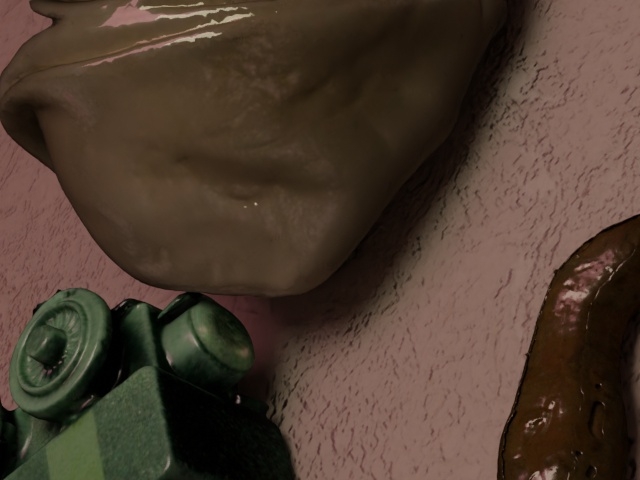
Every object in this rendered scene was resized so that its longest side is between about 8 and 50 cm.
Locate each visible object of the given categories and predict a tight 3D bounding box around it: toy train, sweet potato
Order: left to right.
[{"bbox_3d":[-0.162,0.174,1.309,0.299,0.167,0.238,-41,43,23],"label":"toy train"},{"bbox_3d":[0.154,0.071,1.094,0.081,0.062,0.233,4,62,35],"label":"sweet potato"}]

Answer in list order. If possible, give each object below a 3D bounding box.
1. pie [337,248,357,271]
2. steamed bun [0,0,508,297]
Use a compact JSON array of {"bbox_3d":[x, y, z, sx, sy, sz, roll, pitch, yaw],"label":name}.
[{"bbox_3d":[0.000,0.000,1.371,0.084,0.020,0.084,-33,39,32],"label":"pie"},{"bbox_3d":[-0.067,-0.151,1.333,0.342,0.255,0.368,-1,51,46],"label":"steamed bun"}]
